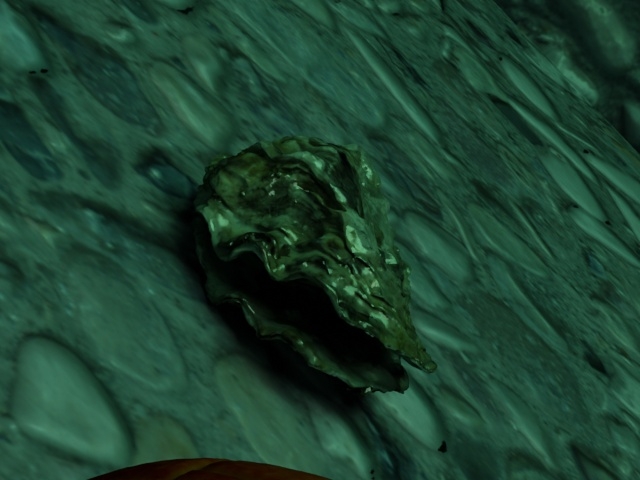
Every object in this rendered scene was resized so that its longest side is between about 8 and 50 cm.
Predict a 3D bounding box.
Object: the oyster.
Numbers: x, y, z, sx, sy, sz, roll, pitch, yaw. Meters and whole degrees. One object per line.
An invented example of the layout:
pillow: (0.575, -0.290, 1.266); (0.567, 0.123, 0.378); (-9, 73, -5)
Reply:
oyster: (0.000, 0.000, 1.289); (0.198, 0.112, 0.267); (29, 22, -38)

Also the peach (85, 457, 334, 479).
peach: (-0.022, 0.212, 0.675); (0.275, 0.248, 0.245); (38, -19, 27)
